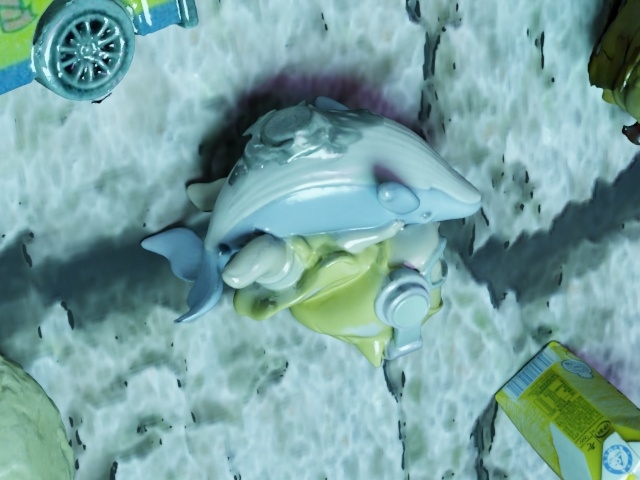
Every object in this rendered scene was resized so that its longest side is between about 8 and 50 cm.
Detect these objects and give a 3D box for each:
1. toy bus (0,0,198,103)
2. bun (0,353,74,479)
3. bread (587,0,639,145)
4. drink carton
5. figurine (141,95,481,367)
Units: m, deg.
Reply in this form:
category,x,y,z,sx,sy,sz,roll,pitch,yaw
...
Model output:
category,x,y,z,sx,sy,sz,roll,pitch,yaw
toy bus,-0.232,-0.141,0.924,0.312,0.152,0.190,-26,125,-26
bun,-0.244,0.165,1.119,0.220,0.134,0.220,-13,120,-24
bread,0.309,-0.185,1.146,0.324,0.277,0.167,-42,102,-1
drink carton,0.200,0.149,1.282,0.074,0.200,0.084,-42,126,-2
figurine,0.000,0.000,1.161,0.208,0.128,0.184,-18,125,-6
